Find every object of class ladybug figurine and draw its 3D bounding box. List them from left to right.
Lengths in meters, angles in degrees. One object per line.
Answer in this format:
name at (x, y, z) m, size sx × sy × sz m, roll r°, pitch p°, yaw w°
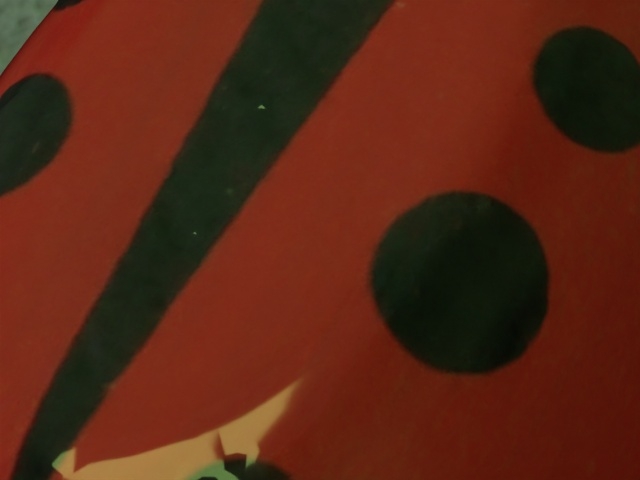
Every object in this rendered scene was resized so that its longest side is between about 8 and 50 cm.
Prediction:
ladybug figurine at (0.000, 0.000, 0.518) m, size 0.305 × 0.162 × 0.449 m, roll 14°, pitch 59°, yaw 20°
